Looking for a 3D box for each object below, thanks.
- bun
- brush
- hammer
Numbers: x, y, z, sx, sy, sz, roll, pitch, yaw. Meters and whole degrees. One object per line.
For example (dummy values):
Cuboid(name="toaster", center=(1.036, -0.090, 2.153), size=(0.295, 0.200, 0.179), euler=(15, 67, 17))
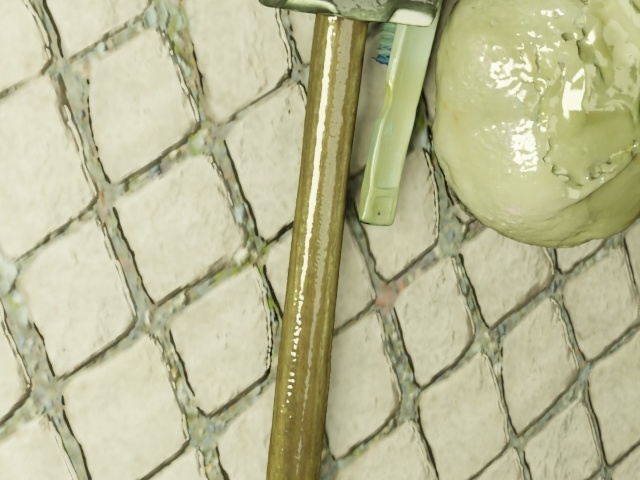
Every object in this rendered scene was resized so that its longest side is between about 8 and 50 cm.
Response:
Cuboid(name="bun", center=(0.187, -0.107, 1.200), size=(0.239, 0.141, 0.239), euler=(-24, 123, -42))
Cuboid(name="brush", center=(0.047, -0.098, 1.160), size=(0.033, 0.030, 0.178), euler=(10, 94, -51))
Cuboid(name="hammer", center=(0.000, 0.000, 1.118), size=(0.111, 0.043, 0.365), euler=(2, 99, -30))
